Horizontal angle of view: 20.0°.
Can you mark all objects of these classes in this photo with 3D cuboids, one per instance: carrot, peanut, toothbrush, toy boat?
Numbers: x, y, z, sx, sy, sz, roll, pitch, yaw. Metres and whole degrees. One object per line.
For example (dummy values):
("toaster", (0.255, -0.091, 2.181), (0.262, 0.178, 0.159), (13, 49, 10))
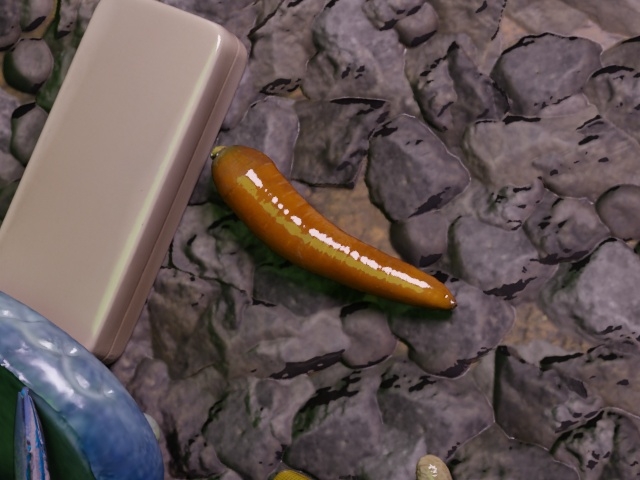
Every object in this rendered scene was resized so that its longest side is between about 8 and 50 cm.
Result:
("carrot", (0.000, 0.001, 1.651), (0.271, 0.066, 0.062), (39, 136, 16))
("peanut", (0.107, 0.227, 1.586), (0.037, 0.037, 0.083), (-24, 72, 12))
("toothbrush", (-0.253, 0.317, 1.589), (0.042, 0.035, 0.413), (11, 111, 21))
("toy boat", (-0.271, 0.134, 1.651), (0.330, 0.123, 0.215), (33, 136, 17))

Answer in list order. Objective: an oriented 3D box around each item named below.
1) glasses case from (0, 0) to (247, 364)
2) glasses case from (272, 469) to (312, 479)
("glasses case", (-0.196, -0.060, 1.707), (0.144, 0.076, 0.336), (23, 88, 19))
("glasses case", (-0.066, 0.314, 1.607), (0.079, 0.064, 0.234), (34, 91, 21))
